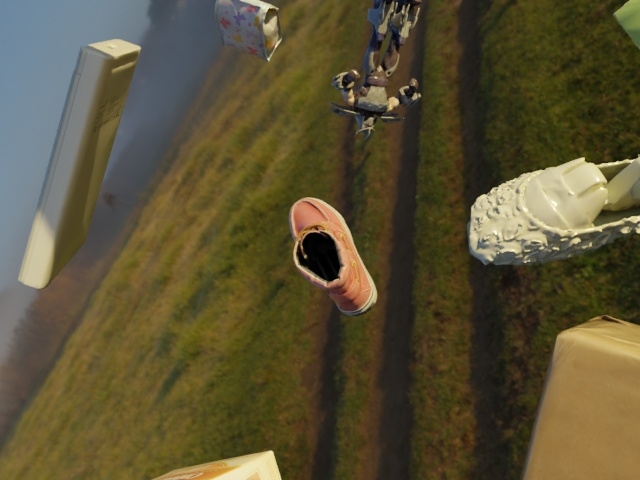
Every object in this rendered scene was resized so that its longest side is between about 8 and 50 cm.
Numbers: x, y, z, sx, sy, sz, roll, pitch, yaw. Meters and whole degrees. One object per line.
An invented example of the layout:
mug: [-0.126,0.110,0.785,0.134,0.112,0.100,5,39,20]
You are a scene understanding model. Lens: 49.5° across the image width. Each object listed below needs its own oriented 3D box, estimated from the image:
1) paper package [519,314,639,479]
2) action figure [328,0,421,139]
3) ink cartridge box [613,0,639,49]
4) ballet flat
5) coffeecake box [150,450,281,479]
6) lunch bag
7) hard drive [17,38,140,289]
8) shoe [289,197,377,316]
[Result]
paper package: [0.323,0.253,0.575,0.310,0.168,0.324,15,97,37]
action figure: [0.114,-0.336,1.359,0.099,0.185,0.285,37,121,54]
ink cartridge box: [0.386,-0.155,0.577,0.171,0.235,0.056,-40,24,20]
ballet flat: [0.398,-0.070,0.968,0.147,0.409,0.147,169,90,-79]
coffeecake box: [-0.136,0.220,0.496,0.142,0.185,0.068,-25,79,42]
lunch bag: [-0.088,-0.273,0.859,0.083,0.071,0.053,79,-146,-67]
hard drive: [-0.318,-0.110,0.928,0.203,0.040,0.307,-98,29,-71]
shoe: [0.000,0.000,0.768,0.063,0.081,0.178,-35,51,6]
